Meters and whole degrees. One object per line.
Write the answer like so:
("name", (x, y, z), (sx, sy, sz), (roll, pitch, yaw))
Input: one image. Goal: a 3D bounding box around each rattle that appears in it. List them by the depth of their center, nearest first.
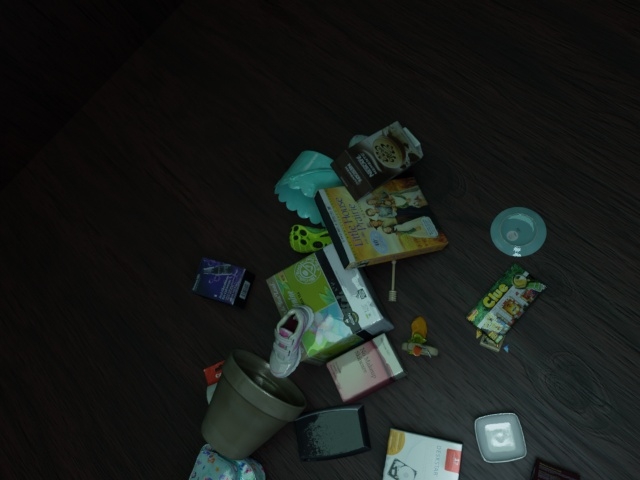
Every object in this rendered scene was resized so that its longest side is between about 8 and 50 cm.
("rattle", (0.342, 0.323, 1.792), (0.130, 0.199, 0.142), (24, 80, 23))

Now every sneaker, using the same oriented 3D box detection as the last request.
("sneaker", (-0.112, 0.324, 1.748), (0.103, 0.111, 0.252), (14, 81, 24))
("sneaker", (0.000, 0.000, 2.067), (0.296, 0.123, 0.109), (7, 92, 38))

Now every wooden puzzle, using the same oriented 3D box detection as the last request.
("wooden puzzle", (0.584, 0.334, 1.815), (0.116, 0.014, 0.078), (14, 77, 21))

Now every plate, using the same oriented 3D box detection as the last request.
("plate", (0.702, -0.035, 1.899), (0.188, 0.024, 0.188), (-5, 71, 15))

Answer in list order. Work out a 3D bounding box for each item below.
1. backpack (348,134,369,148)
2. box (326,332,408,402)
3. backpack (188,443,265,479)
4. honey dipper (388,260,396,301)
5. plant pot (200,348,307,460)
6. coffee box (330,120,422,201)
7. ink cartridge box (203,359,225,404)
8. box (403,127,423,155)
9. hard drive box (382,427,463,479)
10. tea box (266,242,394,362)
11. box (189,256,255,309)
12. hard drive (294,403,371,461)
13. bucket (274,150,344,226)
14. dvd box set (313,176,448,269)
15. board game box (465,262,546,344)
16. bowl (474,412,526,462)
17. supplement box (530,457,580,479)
("backpack", (0.194, -0.320, 2.095), (0.188, 0.144, 0.165), (12, 71, 13))
("box", (0.162, 0.444, 1.847), (0.232, 0.127, 0.148), (-30, 65, 6))
("backpack", (-0.327, 0.837, 1.841), (0.254, 0.191, 0.225), (18, 77, 17))
("honey dipper", (0.269, 0.146, 1.971), (0.031, 0.030, 0.160), (0, 70, 17))
("plant pot", (-0.252, 0.581, 1.835), (0.323, 0.323, 0.280), (35, 90, 24))
("coffee box", (0.202, -0.285, 1.914), (0.297, 0.119, 0.168), (-35, 89, -35))
("ink cartridge box", (-0.366, 0.545, 2.025), (0.145, 0.045, 0.179), (-25, 69, 7))
("box", (0.332, -0.361, 2.084), (0.087, 0.101, 0.102), (-37, 64, 3))
("hard drive box", (0.331, 0.718, 1.722), (0.232, 0.089, 0.181), (5, 74, 19))
("tea box", (0.035, 0.227, 1.910), (0.324, 0.220, 0.329), (-30, 66, 8))
("box", (-0.388, 0.170, 2.124), (0.207, 0.108, 0.153), (12, 76, 20))
("hard drive", (0.035, 0.665, 1.851), (0.255, 0.054, 0.172), (-14, 68, 12))
("bucket", (-0.020, -0.200, 2.053), (0.281, 0.281, 0.183), (24, 74, 23))
("dvd box set", (0.218, -0.073, 1.913), (0.421, 0.062, 0.307), (-9, 63, -26))
("board game box", (0.633, 0.214, 1.826), (0.136, 0.030, 0.259), (40, 83, 27))
("bowl", (0.569, 0.626, 1.698), (0.142, 0.053, 0.142), (-13, 68, 12))
("supplement box", (0.664, 0.743, 1.528), (0.130, 0.239, 0.073), (17, 111, 22))
